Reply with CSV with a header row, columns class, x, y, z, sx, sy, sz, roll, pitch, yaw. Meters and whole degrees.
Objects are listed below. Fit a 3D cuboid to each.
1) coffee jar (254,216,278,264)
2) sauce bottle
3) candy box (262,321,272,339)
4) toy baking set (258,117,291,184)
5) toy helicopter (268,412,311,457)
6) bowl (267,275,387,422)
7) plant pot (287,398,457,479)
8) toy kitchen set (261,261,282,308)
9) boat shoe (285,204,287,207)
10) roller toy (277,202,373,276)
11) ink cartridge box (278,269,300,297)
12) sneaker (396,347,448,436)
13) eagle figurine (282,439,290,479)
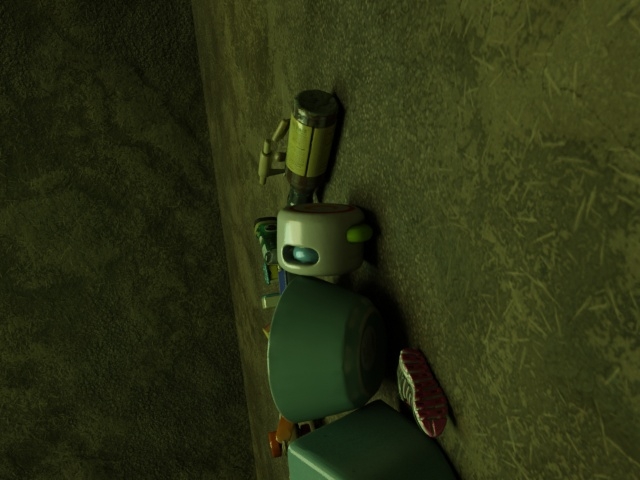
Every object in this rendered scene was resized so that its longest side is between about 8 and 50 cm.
class,x,y,z,sx,sy,sz,roll,pitch,yaw
coffee jar,-0.168,-0.004,1.892,0.184,0.096,0.079,-115,27,-44
sauce bottle,-0.034,-0.205,1.360,0.344,0.111,0.111,105,151,-49
candy box,-0.119,0.320,1.856,0.053,0.109,0.187,57,172,-23
toy baking set,-0.085,-0.223,1.414,0.030,0.197,0.256,42,145,16
toy helicopter,-0.119,0.536,1.801,0.235,0.140,0.355,102,157,-72
bowl,0.035,0.228,1.141,0.311,0.163,0.311,0,-90,-65
plant pot,0.118,0.490,1.024,0.252,0.248,0.247,12,111,51
toy kitchen set,-0.164,0.148,1.907,0.207,0.122,0.166,151,109,-71
boat shoe,-0.056,-0.022,1.549,0.095,0.095,0.257,108,149,-43
roller toy,0.000,0.000,1.206,0.209,0.191,0.146,-140,49,-72
ink cartridge box,-0.040,0.228,1.347,0.307,0.072,0.303,47,-150,-53
sneaker,0.181,0.285,1.008,0.074,0.063,0.170,100,159,-44
eagle figurine,0.014,0.739,1.605,0.298,0.225,0.226,20,166,38
